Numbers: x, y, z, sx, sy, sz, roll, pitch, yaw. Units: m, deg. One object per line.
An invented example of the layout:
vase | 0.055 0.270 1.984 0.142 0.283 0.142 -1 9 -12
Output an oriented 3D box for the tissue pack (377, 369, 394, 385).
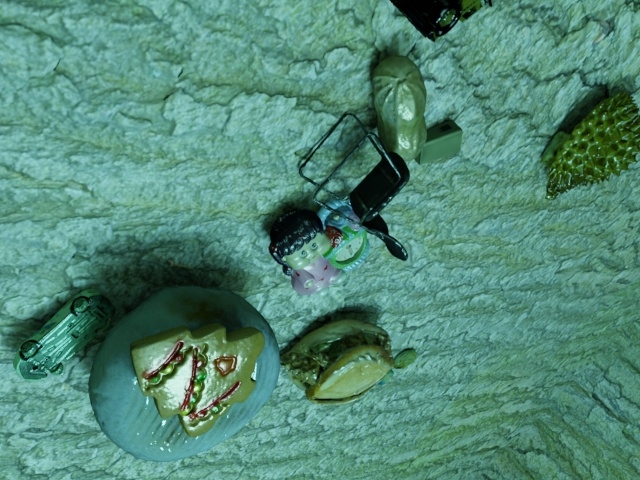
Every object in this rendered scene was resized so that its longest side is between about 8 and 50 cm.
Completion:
tissue pack | 0.138 0.321 1.739 0.079 0.085 0.111 -47 142 11

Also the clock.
clock | 0.000 0.000 1.270 0.194 0.100 0.195 -39 146 -6

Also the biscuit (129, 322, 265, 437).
biscuit | -0.200 0.211 1.057 0.238 0.041 0.212 31 95 -39

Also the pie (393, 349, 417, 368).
pie | 0.242 0.341 1.904 0.085 0.017 0.085 -21 141 -18

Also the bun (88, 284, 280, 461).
bun | -0.252 0.230 1.208 0.361 0.211 0.362 -23 137 -23

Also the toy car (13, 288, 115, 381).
toy car | -0.433 0.155 1.111 0.186 0.058 0.093 -43 145 -12

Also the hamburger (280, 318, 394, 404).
hamburger | 0.043 0.296 1.582 0.286 0.146 0.243 -13 141 -22

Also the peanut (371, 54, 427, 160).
peanut | 0.141 -0.221 1.143 0.090 0.098 0.214 -41 148 -16

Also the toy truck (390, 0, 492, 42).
toy truck | 0.232 -0.410 0.999 0.257 0.127 0.127 -39 158 3

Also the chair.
chair | 0.095 -0.085 1.141 0.221 0.140 0.145 38 102 -24

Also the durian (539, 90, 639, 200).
durian | 0.621 -0.219 1.528 0.172 0.166 0.306 32 103 -21

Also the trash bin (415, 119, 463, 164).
trash bin | 0.226 -0.189 1.295 0.092 0.043 0.061 -23 142 -16
